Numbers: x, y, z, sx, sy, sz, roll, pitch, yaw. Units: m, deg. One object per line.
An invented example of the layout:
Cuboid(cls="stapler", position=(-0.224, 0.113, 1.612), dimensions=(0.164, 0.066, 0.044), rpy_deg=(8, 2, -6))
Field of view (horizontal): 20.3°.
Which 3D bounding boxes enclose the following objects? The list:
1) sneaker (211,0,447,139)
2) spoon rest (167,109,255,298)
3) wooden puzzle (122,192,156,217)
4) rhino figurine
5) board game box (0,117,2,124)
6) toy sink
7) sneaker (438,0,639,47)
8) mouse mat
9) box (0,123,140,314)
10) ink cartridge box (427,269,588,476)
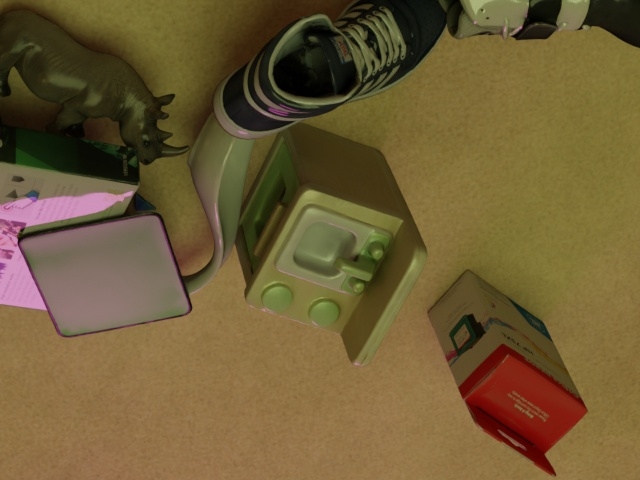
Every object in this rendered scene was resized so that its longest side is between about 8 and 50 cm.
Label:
Cuboid(cls="sneaker", position=(0.036, -0.192, 1.777), dimensions=(0.282, 0.153, 0.099), rpy_deg=(-30, 91, -22))
Cuboid(cls="spoon rest", position=(-0.114, -0.045, 1.906), dimensions=(0.084, 0.137, 0.276), rpy_deg=(29, 121, 1))
Cuboid(cls="wooden puzzle", position=(-0.244, -0.020, 1.950), dimensions=(0.116, 0.014, 0.078), rpy_deg=(-36, 120, 10))
Cuboid(cls="rhino figurine", position=(-0.241, -0.149, 1.820), dimensions=(0.243, 0.073, 0.106), rpy_deg=(28, 112, -10))
Cuboid(cls="board game box", position=(-0.455, -0.058, 1.877), dimensions=(0.260, 0.030, 0.136), rpy_deg=(-11, 124, -5))
Cuboid(cls="toy sink", position=(0.000, 0.000, 1.883), dimensions=(0.131, 0.234, 0.152), rpy_deg=(18, 115, -21))
Cuboid(cls="sneaker", position=(0.201, -0.255, 1.829), dimensions=(0.331, 0.122, 0.146), rpy_deg=(27, 94, -15))
Cuboid(cls="mouse mat", position=(-0.225, 0.039, 1.891), dimensions=(0.153, 0.007, 0.189), rpy_deg=(-10, 144, 1))
Cuboid(cls="box", position=(-0.372, -0.031, 1.825), dimensions=(0.322, 0.058, 0.232), rpy_deg=(9, 139, -23))
Cuboid(cls="ink cartridge box", position=(0.214, 0.148, 2.014), dimensions=(0.134, 0.231, 0.078), rpy_deg=(34, 108, -27))
